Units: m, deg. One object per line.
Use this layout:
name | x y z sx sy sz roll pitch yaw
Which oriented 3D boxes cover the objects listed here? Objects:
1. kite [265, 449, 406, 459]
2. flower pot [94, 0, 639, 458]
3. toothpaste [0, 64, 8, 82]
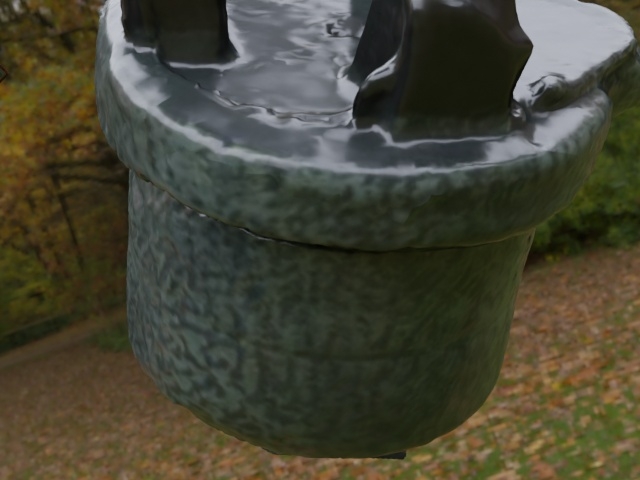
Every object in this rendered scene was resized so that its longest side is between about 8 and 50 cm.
kite | 0.000 -0.001 0.733 0.169 0.310 0.015 10 -14 1
flower pot | 0.027 -0.063 0.569 0.299 0.283 0.299 3 35 -2
toothpaste | -0.478 -0.270 1.131 0.066 0.076 0.320 -47 -31 -7
